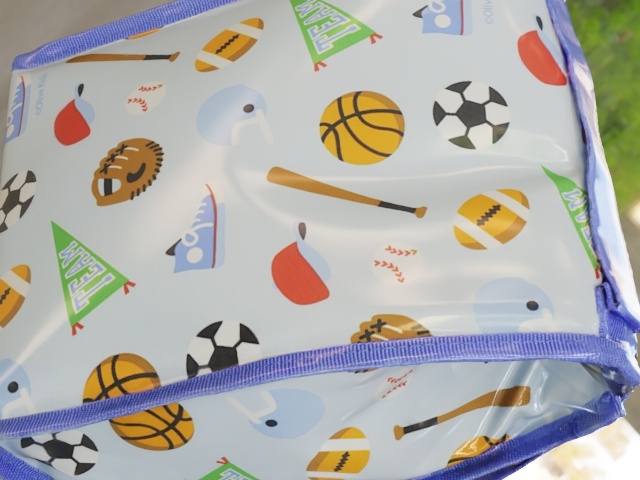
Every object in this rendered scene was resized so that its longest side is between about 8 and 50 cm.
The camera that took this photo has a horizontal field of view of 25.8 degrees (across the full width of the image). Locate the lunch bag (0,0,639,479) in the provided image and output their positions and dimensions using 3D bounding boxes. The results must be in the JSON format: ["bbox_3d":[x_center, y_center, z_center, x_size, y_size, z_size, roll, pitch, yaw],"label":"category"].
[{"bbox_3d":[0.000,0.000,0.910,0.386,0.327,0.239,-18,144,19],"label":"lunch bag"}]
